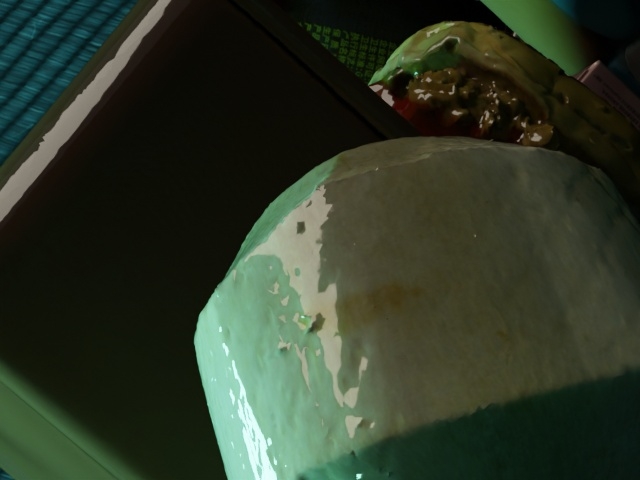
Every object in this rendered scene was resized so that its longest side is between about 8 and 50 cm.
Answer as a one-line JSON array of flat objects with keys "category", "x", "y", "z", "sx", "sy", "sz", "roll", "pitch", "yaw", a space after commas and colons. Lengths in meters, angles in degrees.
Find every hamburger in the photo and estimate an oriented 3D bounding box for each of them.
[{"category": "hamburger", "x": 0.109, "y": -0.022, "z": 1.237, "sx": 0.163, "sy": 0.244, "sz": 0.244, "roll": -46, "pitch": 2, "yaw": -26}]

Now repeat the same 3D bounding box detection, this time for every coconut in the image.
[{"category": "coconut", "x": 0.058, "y": 0.077, "z": 0.780, "sx": 0.202, "sy": 0.222, "sz": 0.202, "roll": -17, "pitch": -30, "yaw": -10}]

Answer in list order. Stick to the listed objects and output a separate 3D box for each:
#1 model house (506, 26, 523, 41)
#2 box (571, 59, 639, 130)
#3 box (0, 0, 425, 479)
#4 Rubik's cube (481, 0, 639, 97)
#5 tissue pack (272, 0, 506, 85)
[{"category": "model house", "x": 0.191, "y": -0.100, "z": 1.607, "sx": 0.220, "sy": 0.199, "sz": 0.229, "roll": -34, "pitch": 7, "yaw": 1}, {"category": "box", "x": 0.206, "y": -0.059, "z": 1.314, "sx": 0.043, "sy": 0.125, "sz": 0.089, "roll": -47, "pitch": 1, "yaw": -7}, {"category": "box", "x": -0.038, "y": 0.064, "z": 1.051, "sx": 0.229, "sy": 0.339, "sz": 0.239, "roll": -50, "pitch": 4, "yaw": -20}, {"category": "Rubik's cube", "x": 0.269, "y": -0.281, "z": 1.257, "sx": 0.347, "sy": 0.346, "sz": 0.344, "roll": -47, "pitch": 3, "yaw": -11}, {"category": "tissue pack", "x": 0.000, "y": 0.000, "z": 1.452, "sx": 0.198, "sy": 0.210, "sz": 0.370, "roll": 161, "pitch": 123, "yaw": -72}]
